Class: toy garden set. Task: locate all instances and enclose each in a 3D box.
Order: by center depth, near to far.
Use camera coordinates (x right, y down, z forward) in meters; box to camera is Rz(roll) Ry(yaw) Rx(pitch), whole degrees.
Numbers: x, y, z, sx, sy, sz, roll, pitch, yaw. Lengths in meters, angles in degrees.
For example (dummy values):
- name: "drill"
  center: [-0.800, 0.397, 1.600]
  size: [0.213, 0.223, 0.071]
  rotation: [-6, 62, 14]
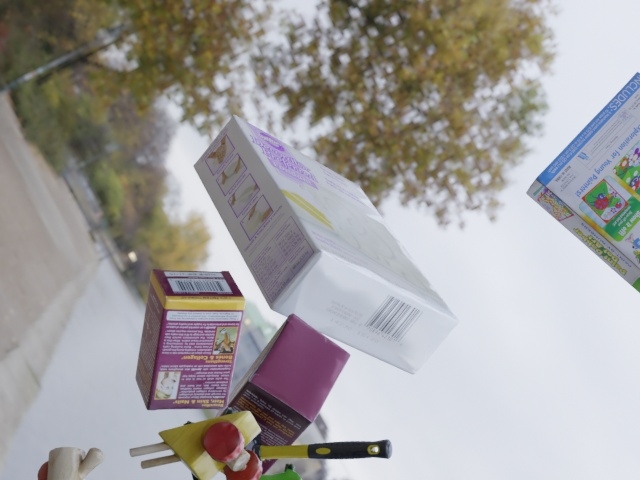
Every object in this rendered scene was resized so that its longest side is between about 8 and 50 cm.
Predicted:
- name: "toy garden set"
  center: [-0.133, 0.188, 0.910]
  size: [0.204, 0.244, 0.049]
  rotation: [69, 15, -58]

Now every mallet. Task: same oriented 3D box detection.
- name: "mallet"
  center: [-0.016, 0.218, 1.164]
  size: [0.039, 0.189, 0.062]
  rotation: [15, 77, -58]

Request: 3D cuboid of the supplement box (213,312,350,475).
- name: "supplement box"
  center: [-0.055, 0.178, 1.281]
  size: [0.080, 0.104, 0.188]
  rotation: [35, -41, -1]

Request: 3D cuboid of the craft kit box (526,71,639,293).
- name: "craft kit box"
  center: [0.455, -0.072, 1.629]
  size: [0.246, 0.250, 0.061]
  rotation: [42, -22, 12]

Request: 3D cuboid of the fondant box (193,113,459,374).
- name: "fondant box"
  center: [0.000, 0.000, 1.474]
  size: [0.238, 0.096, 0.330]
  rotation: [28, 17, -36]

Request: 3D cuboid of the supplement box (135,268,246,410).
- name: "supplement box"
  center: [-0.085, 0.064, 0.762]
  size: [0.043, 0.054, 0.083]
  rotation: [-129, -134, -56]
